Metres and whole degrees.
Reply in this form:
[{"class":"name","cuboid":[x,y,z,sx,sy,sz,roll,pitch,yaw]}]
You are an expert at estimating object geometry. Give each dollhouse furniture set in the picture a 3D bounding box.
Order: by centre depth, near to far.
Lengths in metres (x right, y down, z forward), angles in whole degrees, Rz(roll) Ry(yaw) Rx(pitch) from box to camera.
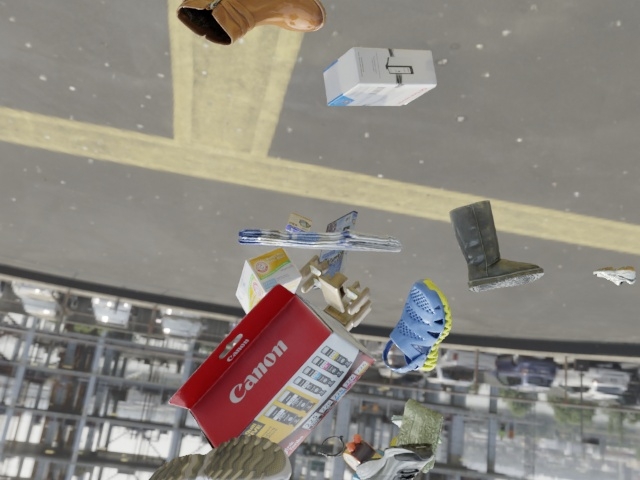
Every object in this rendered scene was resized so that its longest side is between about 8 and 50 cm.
[{"class":"dollhouse furniture set","cuboid":[0.027,0.206,1.872,0.212,0.161,0.242,32,155,30]}]

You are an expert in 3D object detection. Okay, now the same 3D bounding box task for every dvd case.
[{"class":"dvd case","cuboid":[0.049,0.035,2.087,0.022,0.252,0.180,24,155,-22]}]

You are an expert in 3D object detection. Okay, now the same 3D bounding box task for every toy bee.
[{"class":"toy bee","cuboid":[0.115,0.567,1.534,0.299,0.195,0.162,7,139,18]}]

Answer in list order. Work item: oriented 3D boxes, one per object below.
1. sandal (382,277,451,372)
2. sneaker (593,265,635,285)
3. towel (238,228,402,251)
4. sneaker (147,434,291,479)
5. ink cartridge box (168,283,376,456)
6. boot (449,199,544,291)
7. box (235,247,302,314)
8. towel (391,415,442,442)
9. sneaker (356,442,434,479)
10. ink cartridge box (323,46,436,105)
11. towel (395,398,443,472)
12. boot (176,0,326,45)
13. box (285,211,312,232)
[{"class":"sandal","cuboid":[0.237,0.232,1.543,0.138,0.126,0.317,-15,130,-21]},{"class":"sneaker","cuboid":[0.582,0.072,1.215,0.032,0.036,0.083,-17,-173,-32]},{"class":"towel","cuboid":[0.000,0.000,1.242,0.285,0.034,0.209,1,177,36]},{"class":"sneaker","cuboid":[-0.153,0.400,0.998,0.281,0.105,0.115,-21,105,31]},{"class":"ink cartridge box","cuboid":[-0.085,0.269,1.174,0.130,0.309,0.272,42,180,38]},{"class":"boot","cuboid":[0.413,0.006,1.448,0.190,0.208,0.076,-9,156,13]},{"class":"box","cuboid":[-0.138,0.119,1.600,0.114,0.103,0.203,-22,157,-27]},{"class":"towel","cuboid":[0.314,0.619,1.995,0.113,0.023,0.152,-12,130,43]},{"class":"sneaker","cuboid":[0.174,0.519,1.360,0.100,0.108,0.271,5,144,-23]},{"class":"ink cartridge box","cuboid":[0.131,-0.360,1.359,0.203,0.085,0.148,-7,176,-27]},{"class":"towel","cuboid":[0.233,0.463,1.456,0.110,0.148,0.027,20,-169,41]},{"class":"boot","cuboid":[-0.141,-0.473,1.276,0.284,0.220,0.109,25,134,-5]},{"class":"box","cuboid":[-0.075,-0.050,2.124,0.081,0.028,0.136,23,-156,-5]}]
